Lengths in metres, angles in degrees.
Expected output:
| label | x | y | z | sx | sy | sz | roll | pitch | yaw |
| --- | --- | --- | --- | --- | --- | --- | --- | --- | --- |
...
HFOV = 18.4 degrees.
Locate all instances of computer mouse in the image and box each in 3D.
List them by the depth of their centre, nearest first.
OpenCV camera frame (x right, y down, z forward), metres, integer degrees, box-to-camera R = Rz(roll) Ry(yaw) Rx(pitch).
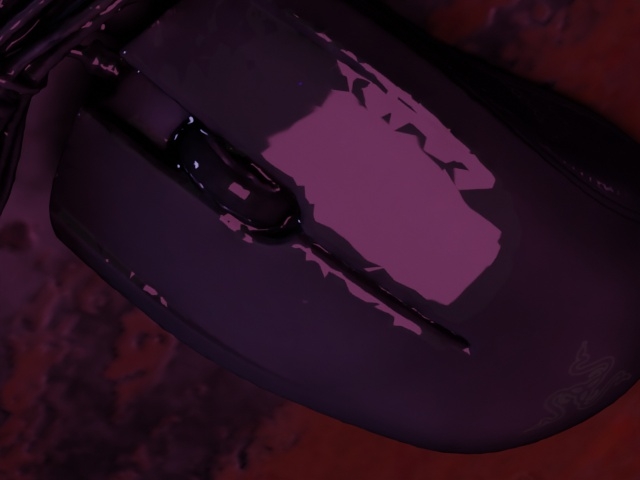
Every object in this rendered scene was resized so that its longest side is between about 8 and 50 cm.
| label | x | y | z | sx | sy | sz | roll | pitch | yaw |
| --- | --- | --- | --- | --- | --- | --- | --- | --- | --- |
| computer mouse | 0.000 | 0.000 | 0.579 | 0.272 | 0.072 | 0.188 | 22 | 118 | -25 |
